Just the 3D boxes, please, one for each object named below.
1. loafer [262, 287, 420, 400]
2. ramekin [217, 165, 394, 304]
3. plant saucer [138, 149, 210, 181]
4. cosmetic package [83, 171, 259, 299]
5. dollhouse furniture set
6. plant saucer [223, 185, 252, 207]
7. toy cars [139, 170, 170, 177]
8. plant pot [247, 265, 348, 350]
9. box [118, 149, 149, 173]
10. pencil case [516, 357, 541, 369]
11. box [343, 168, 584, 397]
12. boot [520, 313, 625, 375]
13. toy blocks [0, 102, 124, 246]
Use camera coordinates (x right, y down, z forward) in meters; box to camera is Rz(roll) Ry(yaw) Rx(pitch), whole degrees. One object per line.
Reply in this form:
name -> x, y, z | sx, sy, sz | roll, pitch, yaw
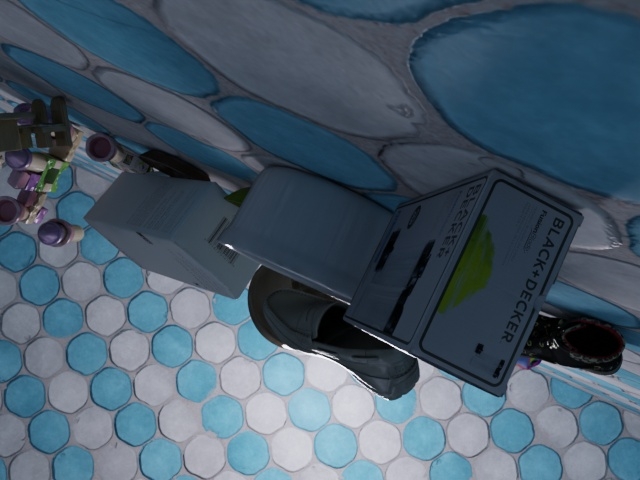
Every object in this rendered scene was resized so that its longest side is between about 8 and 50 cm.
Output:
loafer -> 0.021, 0.138, 0.965 | 0.320, 0.112, 0.111 | 20, 138, 39
ramekin -> 0.000, 0.000, 0.897 | 0.277, 0.135, 0.277 | 24, 173, 3
plant saucer -> -0.302, -0.151, 1.278 | 0.169, 0.029, 0.168 | 25, 174, 3
cosmetic package -> -0.319, -0.021, 1.315 | 0.385, 0.156, 0.217 | 8, 147, 45
dollhouse furniture set -> -0.611, -0.240, 1.077 | 0.242, 0.160, 0.212 | 6, -165, 37
plant saucer -> -0.060, -0.049, 1.138 | 0.188, 0.045, 0.188 | 29, 172, -39
toy cars -> -0.319, -0.084, 1.606 | 0.394, 0.087, 0.176 | 28, 132, -32
plant pot -> -0.035, 0.151, 1.776 | 0.323, 0.323, 0.280 | 25, 158, -7
box -> -0.504, -0.201, 1.597 | 0.114, 0.036, 0.207 | 25, 174, -11
pencil case -> 0.432, 0.238, 1.484 | 0.236, 0.104, 0.104 | 18, 172, 41
box -> 0.120, 0.038, 0.611 | 0.087, 0.169, 0.290 | 27, 175, -7
boot -> 0.390, 0.159, 1.016 | 0.237, 0.085, 0.178 | 14, 168, 25
toy blocks -> -0.652, -0.163, 1.327 | 0.309, 0.288, 0.260 | 27, 180, -1
